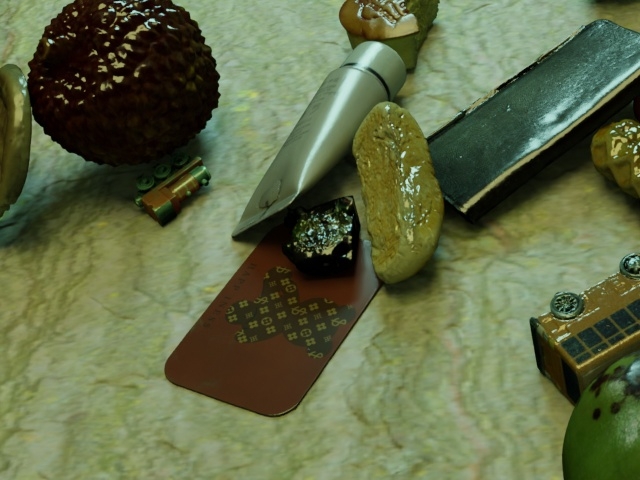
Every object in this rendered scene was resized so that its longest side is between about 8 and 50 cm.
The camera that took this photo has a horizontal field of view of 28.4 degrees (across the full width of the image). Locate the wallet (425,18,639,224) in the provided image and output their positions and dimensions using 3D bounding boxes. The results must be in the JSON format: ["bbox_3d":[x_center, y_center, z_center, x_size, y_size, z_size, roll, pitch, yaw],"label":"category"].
[{"bbox_3d":[0.258,-0.149,1.507,0.318,0.045,0.172,-37,36,-6],"label":"wallet"}]

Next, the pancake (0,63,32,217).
[{"bbox_3d":[-0.416,-0.112,1.606,0.042,0.223,0.236,6,-9,-27],"label":"pancake"}]

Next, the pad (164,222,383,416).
[{"bbox_3d":[-0.043,0.081,1.426,0.181,0.004,0.267,14,51,30],"label":"pad"}]

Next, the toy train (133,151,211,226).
[{"bbox_3d":[-0.185,-0.069,1.601,0.103,0.044,0.064,-38,50,-20],"label":"toy train"}]

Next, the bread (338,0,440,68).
[{"bbox_3d":[0.091,-0.300,1.724,0.125,0.086,0.156,0,44,20],"label":"bread"}]

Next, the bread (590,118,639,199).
[{"bbox_3d":[0.416,-0.025,1.337,0.084,0.077,0.367,-30,43,-12],"label":"bread"}]

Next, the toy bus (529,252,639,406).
[{"bbox_3d":[0.308,0.085,1.245,0.182,0.091,0.103,-28,45,-10],"label":"toy bus"}]

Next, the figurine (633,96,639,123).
[{"bbox_3d":[0.429,-0.176,1.504,0.140,0.068,0.075,-42,48,-17],"label":"figurine"}]

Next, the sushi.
[{"bbox_3d":[0.000,0.000,1.456,0.084,0.056,0.083,-6,51,10],"label":"sushi"}]

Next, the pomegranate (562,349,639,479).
[{"bbox_3d":[0.318,0.190,1.001,0.254,0.271,0.254,16,39,-13],"label":"pomegranate"}]

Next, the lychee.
[{"bbox_3d":[-0.243,-0.206,1.604,0.235,0.271,0.236,-5,83,38],"label":"lychee"}]

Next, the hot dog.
[{"bbox_3d":[0.095,-0.054,1.453,0.073,0.084,0.243,13,46,-25],"label":"hot dog"}]

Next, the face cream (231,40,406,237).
[{"bbox_3d":[0.002,-0.128,1.563,0.143,0.089,0.314,-24,23,53],"label":"face cream"}]
